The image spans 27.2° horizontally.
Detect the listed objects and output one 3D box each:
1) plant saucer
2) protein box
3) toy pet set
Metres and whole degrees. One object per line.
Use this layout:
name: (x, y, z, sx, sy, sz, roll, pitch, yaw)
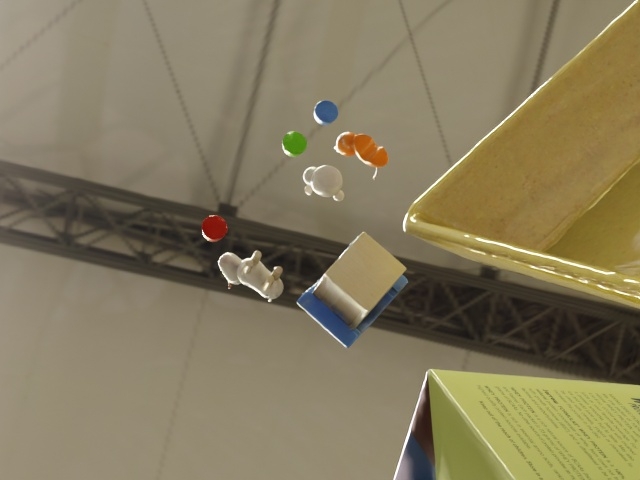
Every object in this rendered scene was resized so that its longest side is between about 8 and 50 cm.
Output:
plant saucer: (0.247, -0.066, 0.666, 0.333, 0.333, 0.081, -41, -68, -13)
protein box: (0.173, 0.191, 0.813, 0.201, 0.200, 0.136, 6, -68, -22)
toy pet set: (0.000, 0.000, 0.812, 0.114, 0.065, 0.122, 42, -114, 5)
